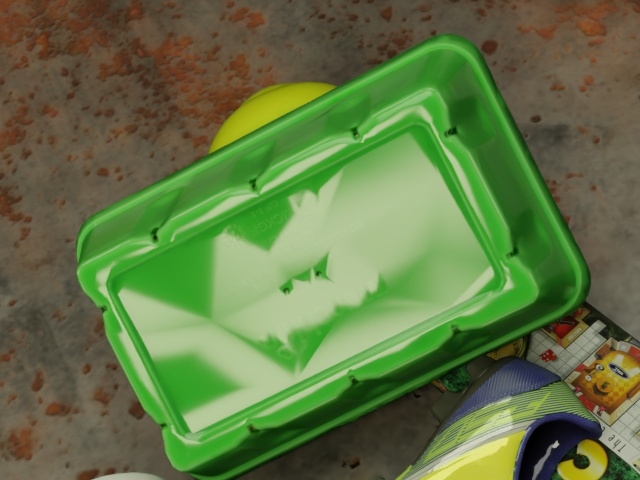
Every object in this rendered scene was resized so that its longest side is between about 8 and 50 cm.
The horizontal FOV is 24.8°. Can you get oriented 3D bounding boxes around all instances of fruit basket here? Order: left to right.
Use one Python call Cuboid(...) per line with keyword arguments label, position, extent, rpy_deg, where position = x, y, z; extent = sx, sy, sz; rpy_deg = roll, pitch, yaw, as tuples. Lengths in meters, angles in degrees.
Cuboid(label="fruit basket", position=(0.000, 0.000, 1.179), extent=(0.392, 0.392, 0.283), rpy_deg=(-27, 91, -5))

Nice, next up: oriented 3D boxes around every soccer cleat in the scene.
Cuboid(label="soccer cleat", position=(0.093, 0.213, 1.052), extent=(0.121, 0.093, 0.289), rpy_deg=(31, 76, 28))

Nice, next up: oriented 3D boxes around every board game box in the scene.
Cuboid(label="board game box", position=(0.208, 0.130, 1.139), extent=(0.136, 0.030, 0.260), rpy_deg=(-42, 56, -13))

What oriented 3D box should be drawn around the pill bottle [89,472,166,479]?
Cuboid(label="pill bottle", position=(-0.112, 0.310, 1.010), extent=(0.162, 0.162, 0.278), rpy_deg=(-27, 52, -5))
